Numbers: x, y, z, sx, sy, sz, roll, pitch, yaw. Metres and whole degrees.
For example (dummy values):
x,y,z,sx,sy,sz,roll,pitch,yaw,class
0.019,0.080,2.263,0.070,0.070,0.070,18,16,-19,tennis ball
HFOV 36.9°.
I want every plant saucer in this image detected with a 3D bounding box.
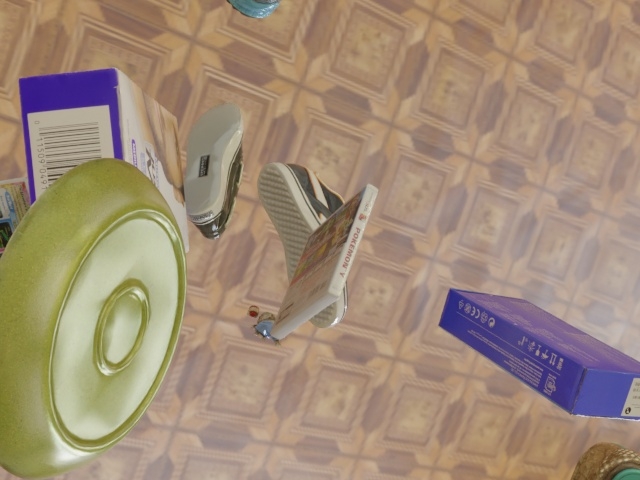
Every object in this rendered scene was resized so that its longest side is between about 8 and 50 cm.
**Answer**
x,y,z,sx,sy,sz,roll,pitch,yaw,class
-0.158,0.061,0.701,0.241,0.037,0.240,12,90,-71,plant saucer

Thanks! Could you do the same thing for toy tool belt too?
x,y,z,sx,sy,sz,roll,pitch,yaw,class
-0.101,0.160,1.772,0.083,0.052,0.051,33,44,-16,toy tool belt

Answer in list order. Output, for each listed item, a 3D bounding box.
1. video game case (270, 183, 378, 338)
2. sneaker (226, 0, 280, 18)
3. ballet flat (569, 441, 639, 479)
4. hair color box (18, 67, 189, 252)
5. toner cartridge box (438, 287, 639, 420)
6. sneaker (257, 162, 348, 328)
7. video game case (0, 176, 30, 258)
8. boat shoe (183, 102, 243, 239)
x,y,z,sx,sy,sz,roll,pitch,yaw,class
0.004,0.033,1.356,0.023,0.201,0.183,29,59,-13,video game case
-0.096,-0.433,1.255,0.104,0.125,0.261,-28,93,-43,sneaker
0.216,0.262,0.822,0.073,0.067,0.206,26,102,-16,ballet flat
-0.231,-0.071,1.087,0.110,0.339,0.185,-5,90,-1,hair color box
0.348,0.171,1.492,0.165,0.348,0.075,11,101,-28,toner cartridge box
0.000,0.000,1.741,0.128,0.126,0.321,-5,69,-43,sneaker
-0.367,0.013,1.036,0.143,0.019,0.157,-13,71,-28,video game case
-0.148,-0.100,1.355,0.070,0.078,0.219,65,27,-48,boat shoe
